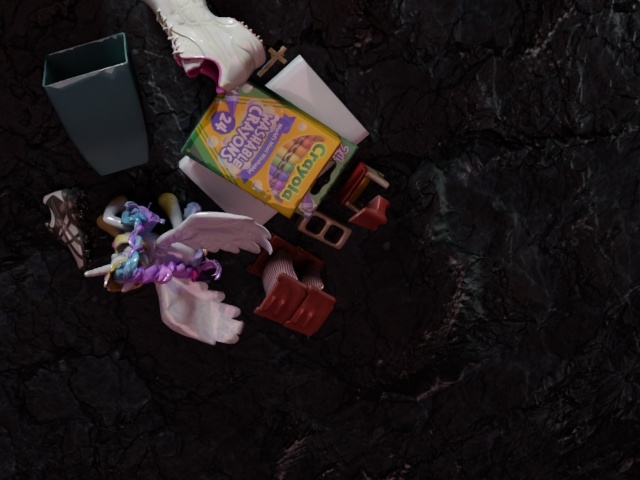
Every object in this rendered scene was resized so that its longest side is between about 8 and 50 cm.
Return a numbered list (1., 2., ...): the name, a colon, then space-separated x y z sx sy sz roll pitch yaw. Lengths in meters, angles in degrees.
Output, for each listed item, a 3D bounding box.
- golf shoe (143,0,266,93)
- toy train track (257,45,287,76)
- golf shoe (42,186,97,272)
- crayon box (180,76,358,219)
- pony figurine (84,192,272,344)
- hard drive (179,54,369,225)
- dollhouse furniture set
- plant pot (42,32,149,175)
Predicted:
1. golf shoe: -0.258 -0.408 1.816 0.306 0.115 0.140 35 77 2
2. toy train track: -0.104 -0.380 1.972 0.048 0.014 0.083 35 110 -32
3. golf shoe: -0.547 -0.021 2.031 0.094 0.077 0.198 -4 113 6
4. crayon box: -0.102 -0.192 1.959 0.323 0.083 0.203 31 104 -14
5. pony figurine: -0.306 0.030 1.932 0.351 0.363 0.302 10 113 -16
6. hard drive: -0.101 -0.203 2.040 0.353 0.047 0.233 -40 116 10
7. dollhouse furniture set: 0.000 0.000 2.073 0.152 0.201 0.374 27 108 -22
8. plant pot: -0.434 -0.263 1.880 0.166 0.165 0.234 -17 124 -3
